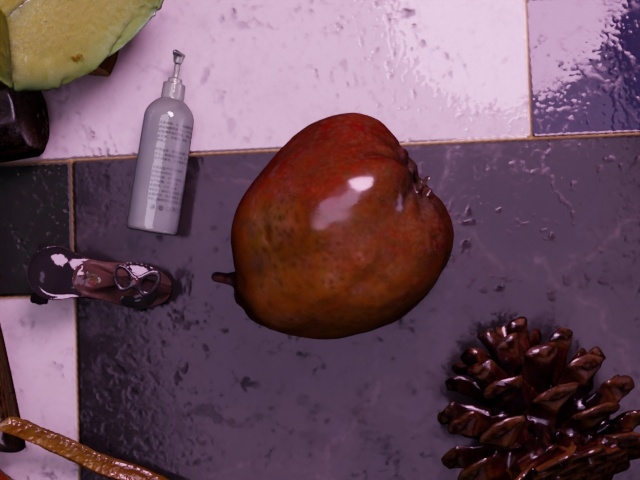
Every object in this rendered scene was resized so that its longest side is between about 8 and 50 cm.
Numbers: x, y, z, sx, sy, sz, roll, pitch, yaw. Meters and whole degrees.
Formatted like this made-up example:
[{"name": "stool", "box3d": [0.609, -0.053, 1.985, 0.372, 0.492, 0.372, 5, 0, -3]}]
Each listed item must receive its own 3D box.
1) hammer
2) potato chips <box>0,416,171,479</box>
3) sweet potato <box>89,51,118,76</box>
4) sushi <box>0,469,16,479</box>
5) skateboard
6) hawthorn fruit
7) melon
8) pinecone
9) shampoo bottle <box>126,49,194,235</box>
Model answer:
[{"name": "hammer", "box3d": [-0.390, 0.031, 1.074, 0.242, 0.095, 0.409, -10, 92, 6]}, {"name": "potato chips", "box3d": [-0.245, 0.231, 1.051, 0.204, 0.037, 0.026, 25, 78, -7]}, {"name": "sweet potato", "box3d": [-0.234, -0.232, 1.073, 0.049, 0.049, 0.117, 21, 91, 7]}, {"name": "sushi", "box3d": [-0.461, 0.259, 1.041, 0.332, 0.124, 0.130, 26, 83, 4]}, {"name": "skateboard", "box3d": [-0.229, 0.039, 1.037, 0.151, 0.080, 0.067, 8, 81, -10]}, {"name": "hawthorn fruit", "box3d": [0.000, 0.000, 0.979, 0.248, 0.208, 0.208, -30, 85, 21]}, {"name": "melon", "box3d": [-0.324, -0.296, 1.035, 0.196, 0.124, 0.323, -39, 59, -17]}, {"name": "pinecone", "box3d": [0.202, 0.170, 0.946, 0.207, 0.208, 0.208, 0, 88, 6]}, {"name": "shampoo bottle", "box3d": [-0.165, -0.105, 1.059, 0.056, 0.056, 0.195, 9, 88, 7]}]
